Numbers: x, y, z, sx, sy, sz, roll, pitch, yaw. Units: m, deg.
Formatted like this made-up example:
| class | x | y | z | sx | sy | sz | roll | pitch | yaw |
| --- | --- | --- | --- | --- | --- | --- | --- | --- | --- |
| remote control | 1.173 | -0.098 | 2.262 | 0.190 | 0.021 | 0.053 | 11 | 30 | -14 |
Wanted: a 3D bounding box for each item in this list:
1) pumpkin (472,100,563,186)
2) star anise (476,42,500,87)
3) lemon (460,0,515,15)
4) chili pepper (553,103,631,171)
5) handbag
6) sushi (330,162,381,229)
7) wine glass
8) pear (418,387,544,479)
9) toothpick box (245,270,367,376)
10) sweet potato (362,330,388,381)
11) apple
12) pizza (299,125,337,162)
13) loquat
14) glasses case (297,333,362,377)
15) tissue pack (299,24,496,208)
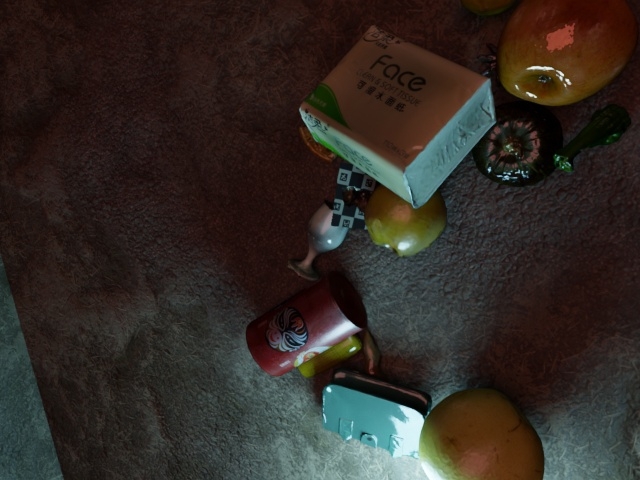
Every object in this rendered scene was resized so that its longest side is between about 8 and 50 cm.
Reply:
| class | x | y | z | sx | sy | sz | roll | pitch | yaw |
| --- | --- | --- | --- | --- | --- | --- | --- | --- | --- |
| pumpkin | 0.522 | -0.258 | 1.423 | 0.238 | 0.159 | 0.237 | 4 | 102 | 19 |
| star anise | 0.496 | -0.494 | 1.470 | 0.141 | 0.042 | 0.140 | 2 | 95 | 21 |
| lemon | 0.448 | -0.693 | 1.396 | 0.179 | 0.178 | 0.203 | 15 | 89 | 18 |
| chili pepper | 0.685 | -0.261 | 1.341 | 0.253 | 0.099 | 0.083 | -35 | 61 | -16 |
| handbag | 0.167 | 0.541 | 1.653 | 0.327 | 0.089 | 0.238 | 11 | 120 | 17 |
| sushi | 0.129 | -0.131 | 1.604 | 0.215 | 0.050 | 0.192 | 5 | 99 | -25 |
| wine glass | 0.000 | 0.000 | 1.666 | 0.126 | 0.126 | 0.241 | 36 | 109 | 13 |
| pear | 0.435 | 0.579 | 1.455 | 0.349 | 0.348 | 0.348 | 2 | 97 | 20 |
| toothpick box | -0.044 | 0.262 | 1.669 | 0.333 | 0.204 | 0.204 | -33 | 84 | 20 |
| sweet potato | 0.165 | 0.392 | 1.681 | 0.065 | 0.051 | 0.218 | -17 | 90 | -18 |
| apple | 0.584 | -0.469 | 1.299 | 0.299 | 0.299 | 0.275 | 37 | 82 | 13 |
| pizza | 0.002 | -0.317 | 1.676 | 0.099 | 0.036 | 0.160 | -45 | 80 | 19 |
| loquat | 0.244 | -0.077 | 1.516 | 0.244 | 0.244 | 0.243 | 2 | 97 | 20 |
| glasses case | 0.028 | 0.371 | 1.724 | 0.234 | 0.064 | 0.079 | -34 | 93 | 21 |
| tissue pack | 0.195 | -0.336 | 1.412 | 0.331 | 0.205 | 0.405 | -48 | 58 | -5 |
